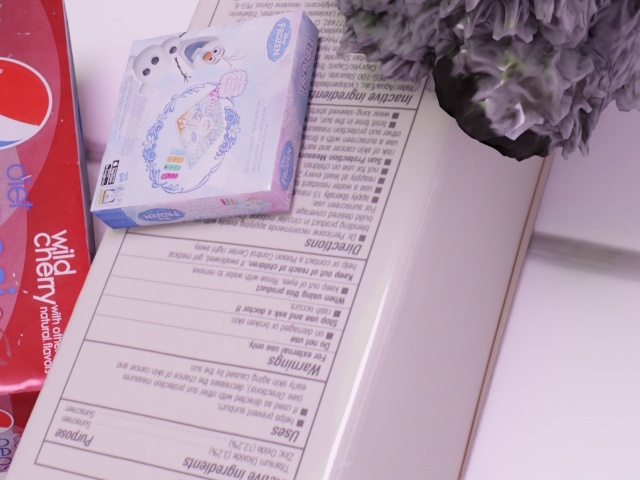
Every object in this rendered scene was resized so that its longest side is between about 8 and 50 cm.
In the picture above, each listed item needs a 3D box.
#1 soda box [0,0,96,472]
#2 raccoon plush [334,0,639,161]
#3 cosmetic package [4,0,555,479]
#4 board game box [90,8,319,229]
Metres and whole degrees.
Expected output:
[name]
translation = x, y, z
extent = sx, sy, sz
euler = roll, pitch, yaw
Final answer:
[soda box]
translation = -0.167, -0.012, 0.701
extent = 0.092, 0.083, 0.263
euler = -5, 56, -10
[raccoon plush]
translation = 0.141, -0.224, 0.438
extent = 0.446, 0.299, 0.216
euler = -32, 72, -11
[cosmetic package]
translation = 0.000, 0.000, 0.601
extent = 0.160, 0.113, 0.309
euler = 7, 68, 32
[board game box]
translation = -0.049, -0.052, 0.574
extent = 0.090, 0.020, 0.090
euler = -6, 61, 28
